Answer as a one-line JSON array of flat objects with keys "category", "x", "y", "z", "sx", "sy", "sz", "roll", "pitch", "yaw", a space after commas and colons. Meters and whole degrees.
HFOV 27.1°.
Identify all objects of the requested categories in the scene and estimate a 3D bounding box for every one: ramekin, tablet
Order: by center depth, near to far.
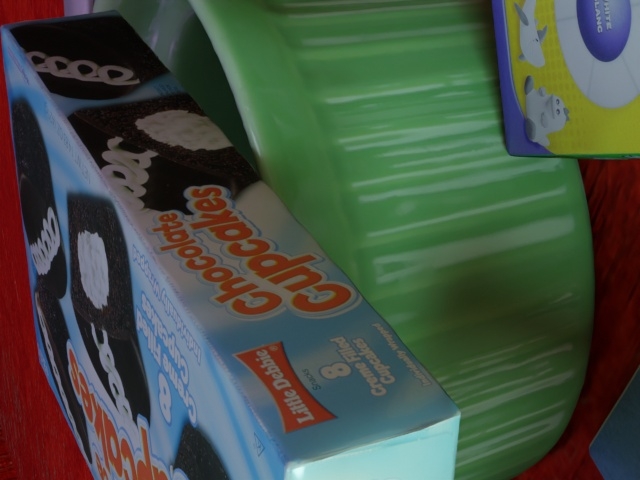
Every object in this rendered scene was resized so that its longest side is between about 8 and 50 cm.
[{"category": "tablet", "x": 0.137, "y": 0.087, "z": 0.548, "sx": 0.083, "sy": 0.006, "sz": 0.054, "roll": 104, "pitch": 146, "yaw": -50}, {"category": "ramekin", "x": 0.000, "y": 0.000, "z": 0.648, "sx": 0.303, "sy": 0.148, "sz": 0.304, "roll": 168, "pitch": 90, "yaw": -69}]

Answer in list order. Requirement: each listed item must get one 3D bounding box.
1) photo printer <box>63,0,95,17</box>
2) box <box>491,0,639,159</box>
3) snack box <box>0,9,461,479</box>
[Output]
[{"category": "photo printer", "x": -0.103, "y": -0.201, "z": 0.804, "sx": 0.256, "sy": 0.107, "sz": 0.308, "roll": -105, "pitch": 17, "yaw": -47}, {"category": "box", "x": 0.117, "y": -0.080, "z": 0.448, "sx": 0.179, "sy": 0.043, "sz": 0.105, "roll": -174, "pitch": 76, "yaw": -68}, {"category": "snack box", "x": -0.052, "y": 0.055, "z": 0.519, "sx": 0.322, "sy": 0.060, "sz": 0.187, "roll": -131, "pitch": 35, "yaw": -51}]
